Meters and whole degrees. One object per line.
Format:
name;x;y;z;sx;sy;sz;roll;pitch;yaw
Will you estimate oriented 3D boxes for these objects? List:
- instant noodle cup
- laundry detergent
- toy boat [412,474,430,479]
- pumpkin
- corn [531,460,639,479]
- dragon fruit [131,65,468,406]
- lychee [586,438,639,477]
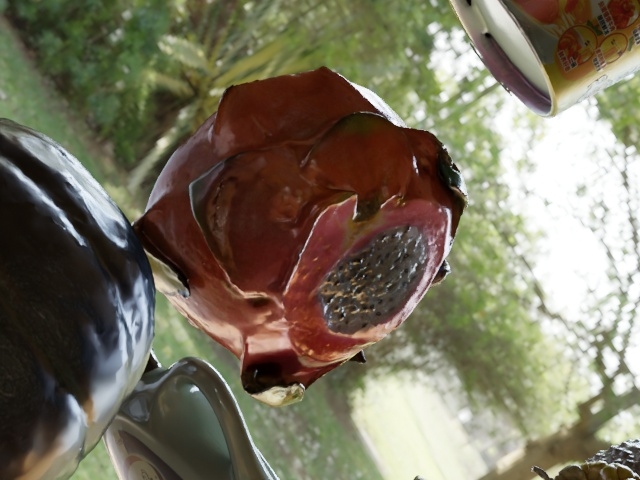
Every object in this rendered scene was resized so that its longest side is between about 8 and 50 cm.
instant noodle cup;0.260;-0.265;1.181;0.264;0.200;0.264;55;-2;3
laundry detergent;-0.143;0.218;1.220;0.105;0.215;0.281;-20;83;-42
toy boat;0.111;0.319;1.141;0.293;0.108;0.099;-100;174;-56
pumpkin;-0.286;0.078;0.774;0.266;0.363;0.363;46;5;-10
corn;0.263;0.301;0.901;0.310;0.101;0.101;61;3;-10
dragon fruit;0.000;0.000;1.003;0.189;0.290;0.291;50;-2;34
lychee;0.322;0.274;1.115;0.165;0.165;0.197;59;6;12
